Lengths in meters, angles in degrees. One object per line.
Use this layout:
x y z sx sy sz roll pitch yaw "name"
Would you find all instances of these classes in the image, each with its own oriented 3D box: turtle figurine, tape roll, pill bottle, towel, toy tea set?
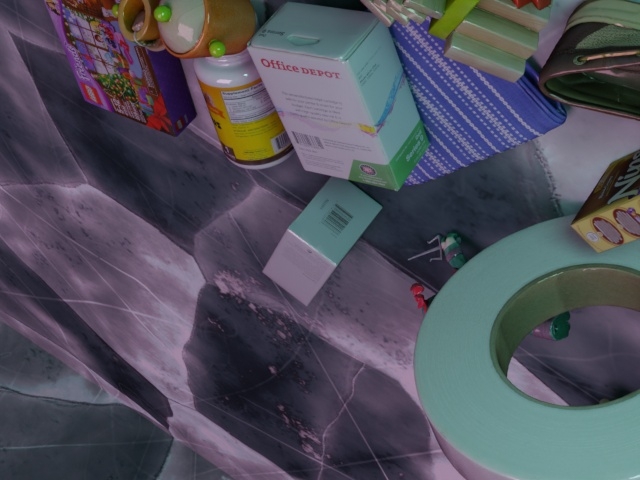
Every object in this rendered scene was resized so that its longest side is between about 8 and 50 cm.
0.224 0.085 1.500 0.234 0.118 0.175 -1 132 42 "turtle figurine"
0.296 0.123 1.179 0.392 0.392 0.072 14 143 38 "tape roll"
-0.101 -0.207 1.448 0.117 0.117 0.215 21 146 30 "pill bottle"
0.122 -0.189 1.312 0.243 0.040 0.336 45 153 -14 "towel"
-0.206 -0.326 1.317 0.336 0.124 0.200 12 101 43 "toy tea set"

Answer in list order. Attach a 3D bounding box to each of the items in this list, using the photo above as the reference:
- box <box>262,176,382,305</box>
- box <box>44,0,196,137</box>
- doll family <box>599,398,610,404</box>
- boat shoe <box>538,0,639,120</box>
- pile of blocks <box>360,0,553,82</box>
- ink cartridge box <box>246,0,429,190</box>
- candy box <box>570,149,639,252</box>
0.000 0.000 1.611 0.091 0.130 0.170 38 151 2 "box"
-0.311 -0.304 1.615 0.201 0.057 0.293 24 148 28 "box"
0.463 0.287 1.550 0.193 0.076 0.111 35 156 17 "doll family"
0.368 -0.134 1.001 0.342 0.123 0.123 22 147 28 "boat shoe"
0.090 -0.311 1.047 0.362 0.149 0.112 41 152 -2 "pile of blocks"
0.025 -0.175 1.305 0.154 0.093 0.212 16 148 37 "ink cartridge box"
0.360 -0.060 1.132 0.053 0.109 0.187 43 151 -8 "candy box"
